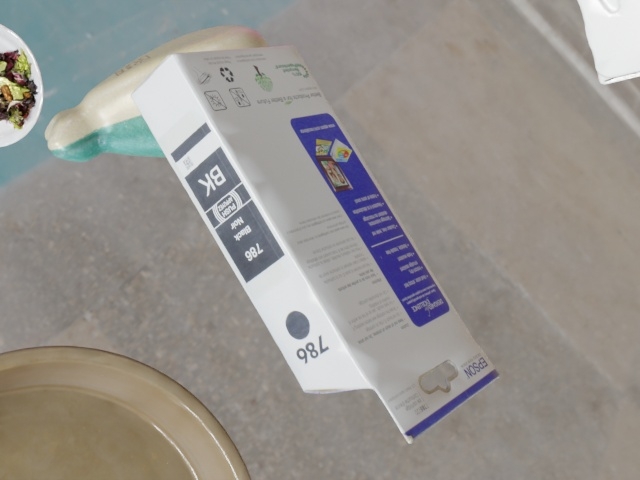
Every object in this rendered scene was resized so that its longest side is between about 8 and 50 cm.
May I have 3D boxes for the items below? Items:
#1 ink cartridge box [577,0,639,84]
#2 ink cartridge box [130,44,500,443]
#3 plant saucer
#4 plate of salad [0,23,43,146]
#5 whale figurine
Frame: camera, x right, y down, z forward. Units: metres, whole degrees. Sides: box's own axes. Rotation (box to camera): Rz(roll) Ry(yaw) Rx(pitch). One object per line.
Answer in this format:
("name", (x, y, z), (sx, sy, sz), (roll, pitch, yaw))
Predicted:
("ink cartridge box", (0.275, -0.266, 0.902), (0.172, 0.100, 0.237), (67, 28, -26))
("ink cartridge box", (0.000, 0.000, 0.824), (0.165, 0.065, 0.332), (-17, 73, -56))
("plant saucer", (-0.162, 0.203, 0.632), (0.278, 0.041, 0.277), (6, 78, -31))
("plate of salad", (-0.522, -0.240, 1.626), (0.200, 0.200, 0.048), (48, 22, -1))
("whale figurine", (-0.172, -0.141, 1.196), (0.141, 0.272, 0.216), (67, -12, -20))
